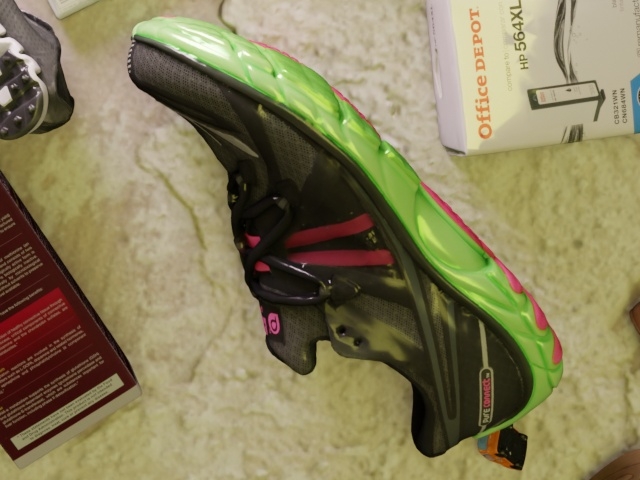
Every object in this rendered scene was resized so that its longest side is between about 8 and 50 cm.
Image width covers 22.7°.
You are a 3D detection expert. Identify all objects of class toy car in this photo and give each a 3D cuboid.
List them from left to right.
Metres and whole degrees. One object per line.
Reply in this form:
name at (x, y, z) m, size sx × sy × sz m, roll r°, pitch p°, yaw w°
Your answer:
toy car at (0.168, 0.154, 1.495) m, size 0.040 × 0.060 × 0.122 m, roll -4°, pitch 78°, yaw 35°

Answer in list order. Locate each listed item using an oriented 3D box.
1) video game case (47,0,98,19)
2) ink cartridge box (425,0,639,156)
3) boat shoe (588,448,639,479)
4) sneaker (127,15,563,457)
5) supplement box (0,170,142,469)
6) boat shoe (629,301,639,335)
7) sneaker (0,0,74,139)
video game case at (-0.201, -0.293, 1.383) m, size 0.143 × 0.019 × 0.157 m, roll -28°, pitch 99°, yaw -5°
ink cartridge box at (0.207, -0.160, 1.427) m, size 0.203 × 0.086 × 0.148 m, roll -9°, pitch 98°, yaw -8°
boat shoe at (0.265, 0.361, 1.500) m, size 0.123 × 0.123 × 0.342 m, roll 28°, pitch 87°, yaw -41°
sneaker at (0.000, 0.000, 1.368) m, size 0.202 × 0.185 × 0.483 m, roll -44°, pitch 96°, yaw 3°
supplement box at (-0.269, 0.063, 1.360) m, size 0.130 × 0.073 × 0.239 m, roll -31°, pitch 116°, yaw -4°
boat shoe at (0.347, 0.128, 1.502) m, size 0.060 × 0.064 × 0.178 m, roll -21°, pitch 100°, yaw 26°
sneaker at (-0.281, -0.182, 1.358) m, size 0.078 × 0.106 × 0.234 m, roll -35°, pitch 76°, yaw 17°
